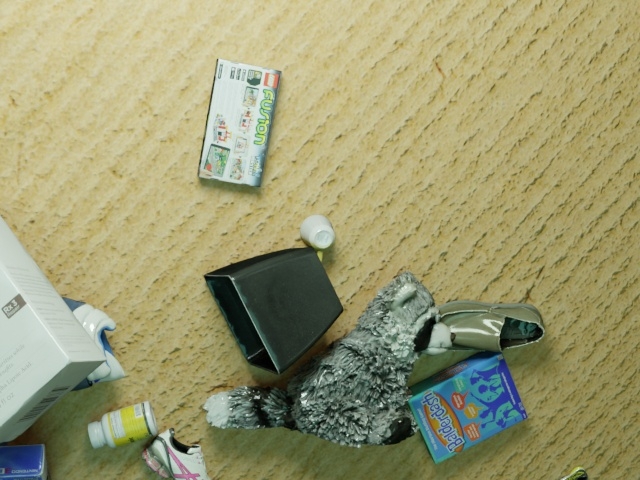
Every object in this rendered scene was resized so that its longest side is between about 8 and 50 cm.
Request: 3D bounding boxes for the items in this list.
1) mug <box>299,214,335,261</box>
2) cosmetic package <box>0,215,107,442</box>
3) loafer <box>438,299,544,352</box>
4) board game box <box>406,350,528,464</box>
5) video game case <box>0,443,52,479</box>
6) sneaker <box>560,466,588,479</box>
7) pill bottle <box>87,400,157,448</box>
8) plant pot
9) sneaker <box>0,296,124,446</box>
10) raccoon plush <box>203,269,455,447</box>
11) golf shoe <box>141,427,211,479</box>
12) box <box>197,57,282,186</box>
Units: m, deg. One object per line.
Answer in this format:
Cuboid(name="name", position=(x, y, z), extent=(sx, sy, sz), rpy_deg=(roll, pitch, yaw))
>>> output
Cuboid(name="mug", position=(0.002, -0.004, 1.604), extent=(0.062, 0.064, 0.078), rpy_deg=(-29, 108, -4))
Cuboid(name="cosmetic package", position=(-0.548, 0.107, 1.394), extent=(0.217, 0.156, 0.385), rpy_deg=(-42, 81, 1))
Cuboid(name="loafer", position=(0.318, 0.166, 1.696), extent=(0.251, 0.087, 0.094), rpy_deg=(-6, 105, -10))
Cuboid(name="board game box", position=(0.286, 0.325, 1.749), extent=(0.210, 0.047, 0.160), rpy_deg=(-26, 107, -3))
Cuboid(name="video game case", position=(-0.603, 0.429, 1.516), extent=(0.269, 0.061, 0.244), rpy_deg=(0, 146, -11))
Cuboid(name="sneaker", position=(0.525, 0.509, 1.848), extent=(0.031, 0.035, 0.083), rpy_deg=(41, 93, -17))
Cuboid(name="pill bottle", position=(-0.361, 0.340, 1.614), extent=(0.116, 0.065, 0.065), rpy_deg=(-15, 106, -7))
Cuboid(name="plant pot", position=(-0.073, 0.106, 1.555), extent=(0.167, 0.188, 0.188), rpy_deg=(-29, 99, -20))
Cuboid(name="sneaker", position=(-0.468, 0.258, 1.537), extent=(0.236, 0.130, 0.323), rpy_deg=(12, 95, -9))
Cuboid(name="raccoon plush", position=(0.017, 0.201, 1.595), extent=(0.446, 0.216, 0.299), rpy_deg=(0, 96, -11))
Cuboid(name="golf shoe", position=(-0.243, 0.431, 1.659), extent=(0.086, 0.067, 0.186), rpy_deg=(-46, 107, 1))
Cuboid(name="box", position=(-0.142, -0.204, 1.541), extent=(0.114, 0.036, 0.207), rpy_deg=(9, 101, -13))
